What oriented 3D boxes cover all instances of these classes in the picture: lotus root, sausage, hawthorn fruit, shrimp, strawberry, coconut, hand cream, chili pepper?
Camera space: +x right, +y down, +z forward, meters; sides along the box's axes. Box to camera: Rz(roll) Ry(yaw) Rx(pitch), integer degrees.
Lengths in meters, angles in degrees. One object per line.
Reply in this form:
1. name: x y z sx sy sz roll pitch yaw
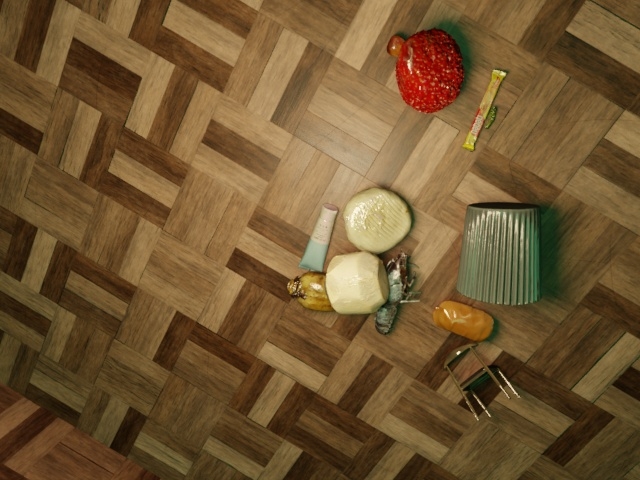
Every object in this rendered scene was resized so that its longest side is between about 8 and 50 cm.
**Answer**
1. lotus root: 0.011 0.220 1.707 0.314 0.141 0.169 12 110 -4
2. sausage: 0.582 0.328 1.650 0.241 0.120 0.136 16 93 5
3. hawthorn fruit: 0.277 -0.700 1.447 0.077 0.077 0.077 2 106 9
4. shrimp: 0.304 0.214 1.652 0.221 0.166 0.410 26 105 30
5. strawberry: 0.373 -0.578 1.370 0.261 0.257 0.260 0 97 1
6. coconut: 0.125 0.162 1.545 0.248 0.245 0.244 -9 104 23
7. hand cream: 0.000 0.000 1.698 0.111 0.070 0.312 20 115 2
8. chili pepper: 0.629 -0.451 1.479 0.027 0.022 0.083 16 111 3

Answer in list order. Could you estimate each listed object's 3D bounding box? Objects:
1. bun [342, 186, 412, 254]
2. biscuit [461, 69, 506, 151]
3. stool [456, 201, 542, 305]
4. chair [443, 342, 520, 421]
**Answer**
1. bun: 0.216 -0.084 1.579 0.273 0.168 0.272 -1 104 -3
2. biscuit: 0.597 -0.472 1.475 0.048 0.026 0.291 20 109 7
3. stool: 0.657 0.034 1.474 0.298 0.297 0.329 0 102 10
4. chair: 0.669 0.587 1.694 0.188 0.166 0.272 -46 51 18
